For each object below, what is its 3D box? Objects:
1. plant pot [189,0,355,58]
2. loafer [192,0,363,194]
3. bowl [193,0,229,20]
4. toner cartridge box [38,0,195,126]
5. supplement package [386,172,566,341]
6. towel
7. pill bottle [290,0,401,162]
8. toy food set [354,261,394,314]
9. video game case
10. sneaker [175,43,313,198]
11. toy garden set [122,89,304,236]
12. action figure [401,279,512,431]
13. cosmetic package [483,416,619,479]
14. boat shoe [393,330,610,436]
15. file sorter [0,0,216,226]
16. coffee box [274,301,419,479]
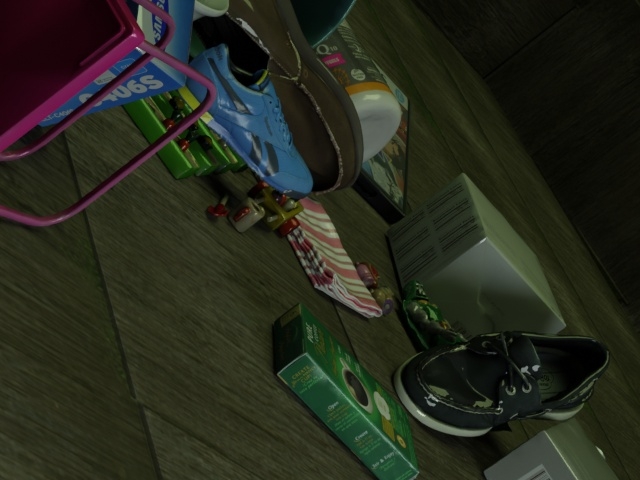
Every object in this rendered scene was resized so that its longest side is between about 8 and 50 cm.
[{"bbox_3d":[-0.115,-0.402,1.957,0.293,0.293,0.235,39,10,-43],"label":"plant pot"},{"bbox_3d":[-0.073,-0.189,1.845,0.366,0.134,0.130,59,46,-27],"label":"loafer"},{"bbox_3d":[-0.243,-0.323,1.633,0.298,0.134,0.298,49,15,-18],"label":"bowl"},{"bbox_3d":[-0.189,-0.284,1.363,0.075,0.165,0.348,36,49,-48],"label":"toner cartridge box"},{"bbox_3d":[0.218,0.052,2.162,0.194,0.149,0.203,46,16,-24],"label":"supplement package"},{"bbox_3d":[0.000,0.000,1.844,0.144,0.029,0.197,33,24,-56],"label":"towel"},{"bbox_3d":[-0.018,-0.240,2.095,0.278,0.162,0.162,59,15,25],"label":"pill bottle"},{"bbox_3d":[0.070,0.056,1.950,0.078,0.019,0.122,51,14,-6],"label":"toy food set"},{"bbox_3d":[0.053,-0.197,2.319,0.248,0.035,0.275,44,34,-32],"label":"video game case"},{"bbox_3d":[-0.064,-0.128,1.654,0.209,0.082,0.069,45,14,-28],"label":"sneaker"},{"bbox_3d":[-0.106,-0.092,1.686,0.204,0.049,0.244,54,14,4],"label":"toy garden set"},{"bbox_3d":[0.167,0.143,1.978,0.137,0.063,0.232,26,26,-55],"label":"action figure"},{"bbox_3d":[0.301,0.306,1.925,0.127,0.107,0.238,56,12,14],"label":"cosmetic package"},{"bbox_3d":[0.235,0.161,1.849,0.340,0.113,0.127,8,48,-40],"label":"boat shoe"},{"bbox_3d":[-0.244,-0.182,1.167,0.290,0.202,0.182,58,12,20],"label":"file sorter"},{"bbox_3d":[0.025,0.156,1.524,0.184,0.040,0.113,47,15,-23],"label":"coffee box"}]
